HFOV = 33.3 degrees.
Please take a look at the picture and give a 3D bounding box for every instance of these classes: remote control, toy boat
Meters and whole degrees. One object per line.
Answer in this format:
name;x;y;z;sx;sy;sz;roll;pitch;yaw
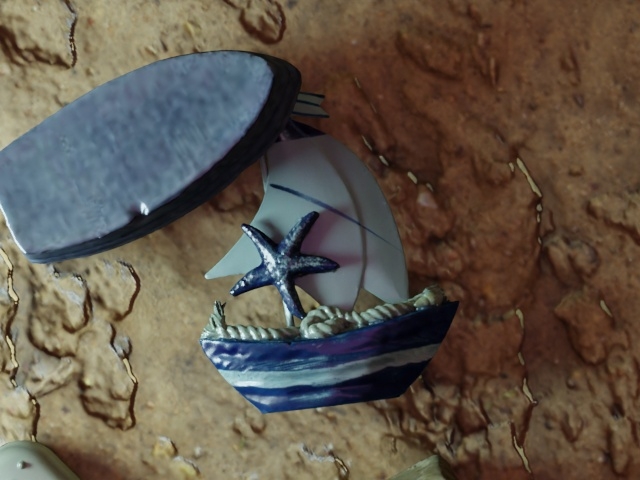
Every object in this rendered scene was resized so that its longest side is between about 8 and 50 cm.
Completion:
remote control;-0.208;0.262;0.918;0.221;0.042;0.078;45;85;0
toy boat;-0.024;0.020;0.927;0.210;0.070;0.291;-32;84;-5
toy boat;-0.145;-0.080;0.903;0.283;0.078;0.127;-28;80;5

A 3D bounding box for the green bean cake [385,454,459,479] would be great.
green bean cake;0.048;0.261;0.899;0.179;0.109;0.085;-27;90;-4
